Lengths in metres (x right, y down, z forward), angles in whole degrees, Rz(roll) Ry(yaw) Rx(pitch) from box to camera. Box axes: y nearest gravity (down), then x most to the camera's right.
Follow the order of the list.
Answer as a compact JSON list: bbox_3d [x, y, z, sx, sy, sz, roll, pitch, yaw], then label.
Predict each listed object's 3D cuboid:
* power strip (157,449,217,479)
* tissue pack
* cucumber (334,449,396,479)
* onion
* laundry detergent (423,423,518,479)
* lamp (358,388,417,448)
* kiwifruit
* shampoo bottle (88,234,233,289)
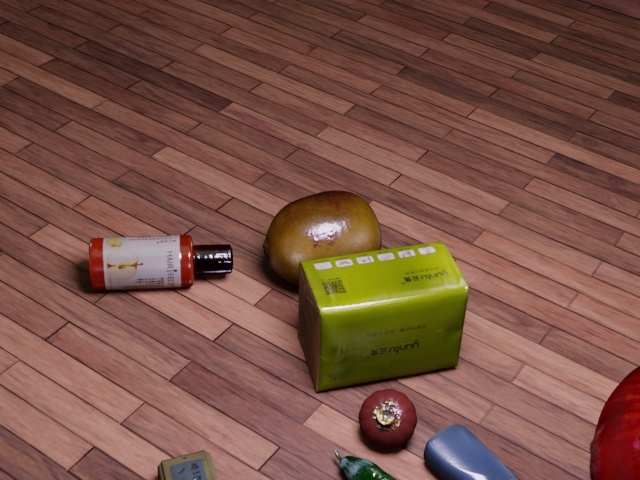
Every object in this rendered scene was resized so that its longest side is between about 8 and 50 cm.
[{"bbox_3d":[-0.168,0.474,1.516,0.092,0.066,0.387,-11,42,-14],"label":"power strip"},{"bbox_3d":[0.109,0.135,1.841,0.274,0.200,0.167,-7,39,-12],"label":"tissue pack"},{"bbox_3d":[0.111,0.408,1.625,0.250,0.056,0.056,32,47,29],"label":"cucumber"},{"bbox_3d":[0.585,0.329,1.560,0.341,0.341,0.341,2,39,-2],"label":"onion"},{"bbox_3d":[0.267,0.390,1.654,0.096,0.061,0.206,-19,45,-37],"label":"laundry detergent"},{"bbox_3d":[0.115,0.303,1.725,0.101,0.090,0.101,-2,74,7],"label":"lamp"},{"bbox_3d":[0.000,0.000,2.008,0.234,0.196,0.196,-11,42,-17],"label":"kiwifruit"},{"bbox_3d":[-0.311,0.041,1.997,0.278,0.104,0.104,-2,40,-7],"label":"shampoo bottle"}]
